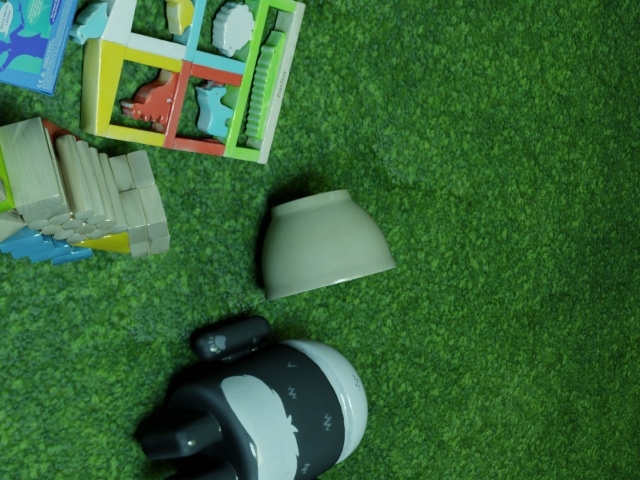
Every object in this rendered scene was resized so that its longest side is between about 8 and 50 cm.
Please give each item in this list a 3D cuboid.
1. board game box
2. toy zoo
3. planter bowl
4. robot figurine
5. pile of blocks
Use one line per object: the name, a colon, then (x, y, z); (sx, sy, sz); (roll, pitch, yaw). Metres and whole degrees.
board game box: (-0.300, -0.225, 1.005); (0.210, 0.047, 0.160); (10, 98, -60)
toy zoo: (-0.146, -0.192, 1.225); (0.293, 0.030, 0.192); (5, 102, -48)
planter bowl: (0.000, 0.000, 1.382); (0.162, 0.162, 0.109); (-13, 89, -44)
robot figurine: (-0.072, 0.220, 1.368); (0.278, 0.173, 0.209); (-21, 131, -41)
pile of blocks: (-0.285, -0.057, 1.093); (0.362, 0.149, 0.112); (19, 48, -58)
